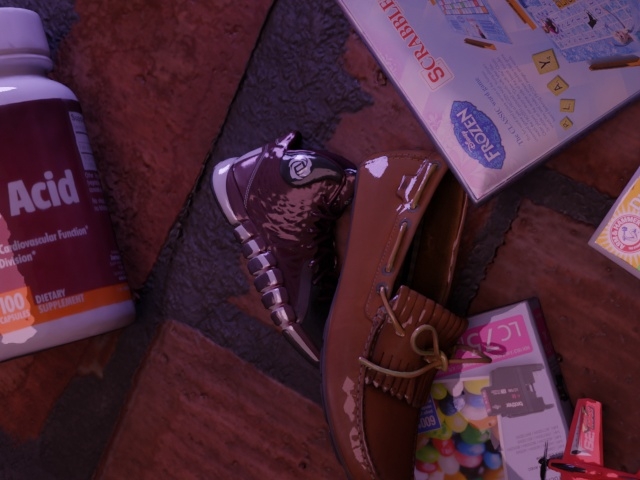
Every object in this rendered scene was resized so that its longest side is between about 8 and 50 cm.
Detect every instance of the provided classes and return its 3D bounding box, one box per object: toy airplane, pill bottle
[{"bbox_3d":[0.295,0.239,1.320,0.151,0.028,0.151,-8,76,34],"label":"toy airplane"},{"bbox_3d":[-0.373,-0.060,1.515,0.224,0.224,0.392,-17,88,20],"label":"pill bottle"}]

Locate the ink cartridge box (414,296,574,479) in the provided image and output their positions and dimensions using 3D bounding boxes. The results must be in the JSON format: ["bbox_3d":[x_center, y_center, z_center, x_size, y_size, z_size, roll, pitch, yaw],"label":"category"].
[{"bbox_3d":[0.194,0.235,1.414,0.186,0.065,0.311,-18,89,21],"label":"ink cartridge box"}]

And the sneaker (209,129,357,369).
[{"bbox_3d":[0.000,0.000,1.448,0.162,0.106,0.281,-31,82,16],"label":"sneaker"}]

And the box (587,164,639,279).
[{"bbox_3d":[0.379,-0.050,1.302,0.114,0.103,0.203,35,104,15],"label":"box"}]

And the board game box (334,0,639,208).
[{"bbox_3d":[0.206,-0.252,1.334,0.318,0.066,0.318,-33,81,3],"label":"board game box"}]

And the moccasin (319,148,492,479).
[{"bbox_3d":[0.097,0.084,1.353,0.147,0.139,0.380,-3,63,35],"label":"moccasin"}]
